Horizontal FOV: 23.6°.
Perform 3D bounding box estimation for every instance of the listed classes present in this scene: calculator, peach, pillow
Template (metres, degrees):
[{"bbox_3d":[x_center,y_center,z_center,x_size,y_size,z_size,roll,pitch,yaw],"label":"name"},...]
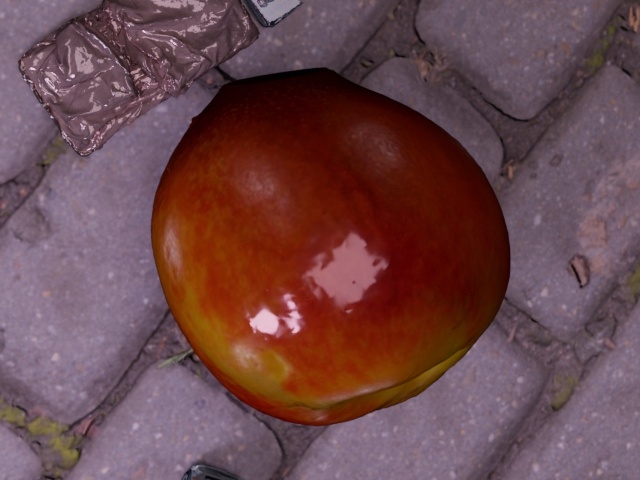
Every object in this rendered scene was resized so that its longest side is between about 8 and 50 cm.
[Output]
[{"bbox_3d":[-0.089,-0.318,1.705,0.057,0.018,0.172,-38,103,-9],"label":"calculator"},{"bbox_3d":[0.000,0.000,1.595,0.388,0.388,0.388,-2,97,-15],"label":"peach"},{"bbox_3d":[-0.196,-0.210,1.673,0.248,0.049,0.135,-35,99,-12],"label":"pillow"}]

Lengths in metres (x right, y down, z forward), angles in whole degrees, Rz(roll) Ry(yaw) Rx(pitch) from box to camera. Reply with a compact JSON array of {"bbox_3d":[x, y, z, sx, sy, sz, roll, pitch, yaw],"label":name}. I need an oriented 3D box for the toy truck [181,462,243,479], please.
[{"bbox_3d":[-0.138,0.348,1.717,0.080,0.115,0.178,23,89,-16],"label":"toy truck"}]
